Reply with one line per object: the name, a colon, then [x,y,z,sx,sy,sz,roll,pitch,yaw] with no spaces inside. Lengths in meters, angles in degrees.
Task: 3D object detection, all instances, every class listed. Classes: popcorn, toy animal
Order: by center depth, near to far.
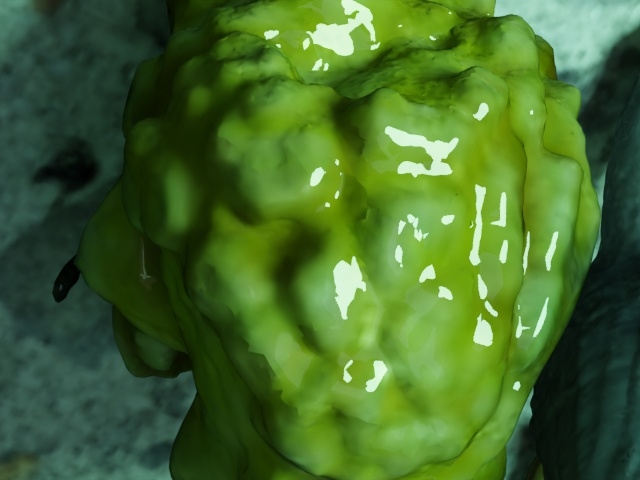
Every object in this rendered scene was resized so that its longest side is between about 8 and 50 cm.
popcorn: [0.001,-0.001,0.627,0.169,0.218,0.189,14,127,-3]
toy animal: [0.117,0.085,0.699,0.081,0.367,0.206,2,133,17]

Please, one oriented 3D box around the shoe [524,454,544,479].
shoe: [0.133,0.101,0.825,0.109,0.069,0.072,-37,119,-10]
